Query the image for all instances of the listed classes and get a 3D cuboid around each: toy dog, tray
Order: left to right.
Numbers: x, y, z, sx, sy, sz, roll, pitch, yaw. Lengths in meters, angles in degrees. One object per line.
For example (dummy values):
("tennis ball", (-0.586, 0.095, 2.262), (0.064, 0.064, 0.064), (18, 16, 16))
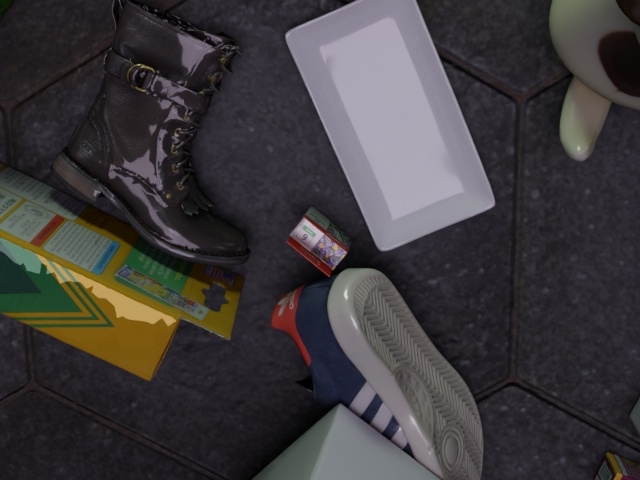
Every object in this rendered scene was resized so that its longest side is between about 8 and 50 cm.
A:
("tray", (0.079, -0.134, 1.213), (0.145, 0.030, 0.270), (-23, 104, 6))
("toy dog", (0.340, -0.241, 0.986), (0.284, 0.408, 0.395), (39, 102, -9))

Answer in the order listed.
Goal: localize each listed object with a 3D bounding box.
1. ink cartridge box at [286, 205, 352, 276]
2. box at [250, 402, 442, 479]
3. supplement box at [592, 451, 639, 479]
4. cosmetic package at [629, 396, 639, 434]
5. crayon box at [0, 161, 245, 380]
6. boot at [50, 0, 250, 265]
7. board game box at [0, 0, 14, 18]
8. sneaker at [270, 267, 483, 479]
("ink cartridge box", (0.000, 0.000, 1.203), (0.063, 0.115, 0.029), (39, 101, -2))
("box", (-0.017, 0.381, 1.229), (0.215, 0.168, 0.345), (39, 124, -9))
("supplement box", (0.376, 0.295, 1.317), (0.083, 0.055, 0.043), (21, 106, -5))
("cosmetic package", (0.463, 0.142, 1.260), (0.117, 0.085, 0.231), (21, 103, -5))
("crayon box", (-0.249, 0.035, 1.172), (0.323, 0.203, 0.083), (25, 104, -6))
("boot", (-0.149, -0.117, 1.188), (0.263, 0.091, 0.229), (30, 104, -5))
("board game box", (-0.364, -0.228, 1.141), (0.039, 0.124, 0.259), (36, 102, -8))
("sneaker", (0.066, 0.177, 1.265), (0.148, 0.131, 0.350), (-11, 121, 36))
